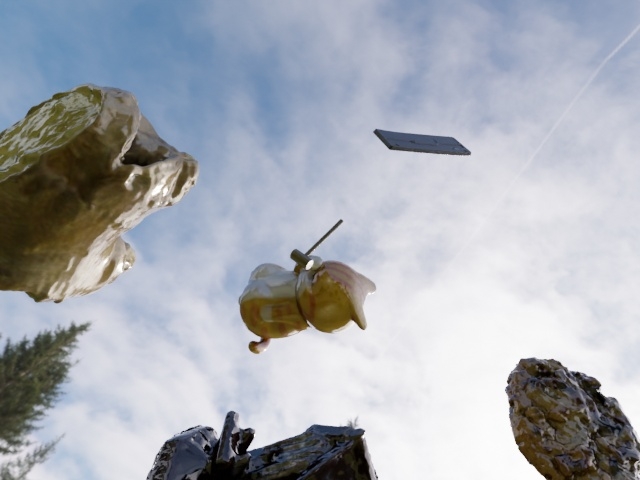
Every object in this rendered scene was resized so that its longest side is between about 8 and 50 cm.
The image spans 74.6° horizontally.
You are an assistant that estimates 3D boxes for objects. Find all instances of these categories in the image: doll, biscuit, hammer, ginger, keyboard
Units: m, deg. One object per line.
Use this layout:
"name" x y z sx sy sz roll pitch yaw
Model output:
"doll" -0.039 0.120 0.855 0.270 0.166 0.162 -15 -55 26
"biscuit" 0.541 0.384 0.887 0.289 0.334 0.081 15 -55 -1
"hammer" 0.000 0.000 0.677 0.035 0.110 0.019 33 -27 26
"ginger" -0.269 -0.037 0.476 0.276 0.130 0.221 -26 -48 -10
"keyboard" 0.149 -0.141 0.608 0.053 0.155 0.010 61 -38 41

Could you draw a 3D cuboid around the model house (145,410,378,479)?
"model house" -0.025 0.195 0.261 0.164 0.203 0.141 -17 -62 10
